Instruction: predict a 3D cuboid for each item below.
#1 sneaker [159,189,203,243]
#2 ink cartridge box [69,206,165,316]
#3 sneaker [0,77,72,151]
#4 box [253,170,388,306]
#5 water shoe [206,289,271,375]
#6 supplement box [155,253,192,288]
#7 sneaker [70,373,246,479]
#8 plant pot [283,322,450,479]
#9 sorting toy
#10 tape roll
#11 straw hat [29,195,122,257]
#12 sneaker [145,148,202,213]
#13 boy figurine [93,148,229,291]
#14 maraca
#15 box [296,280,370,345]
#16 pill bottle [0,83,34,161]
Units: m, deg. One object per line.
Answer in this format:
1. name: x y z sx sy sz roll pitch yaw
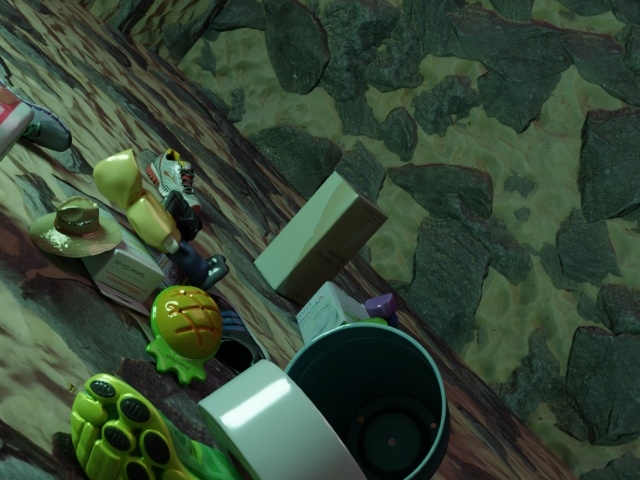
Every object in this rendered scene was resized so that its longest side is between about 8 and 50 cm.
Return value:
1. sneaker: -0.299 -0.041 1.960 0.106 0.101 0.267 43 9 -7
2. ink cartridge box: -0.336 0.031 1.572 0.115 0.067 0.198 33 12 -46
3. sneaker: -0.586 -0.227 1.797 0.223 0.083 0.098 34 31 -14
4. box: 0.000 0.000 2.326 0.148 0.311 0.121 31 14 -46
5. water shoe: -0.166 0.161 1.648 0.203 0.073 0.080 43 12 13
6. supplement box: -0.268 0.066 1.766 0.083 0.043 0.055 45 11 26
7. sneaker: -0.170 0.274 1.085 0.295 0.109 0.123 44 -5 -3
8. plant pot: 0.091 0.302 1.534 0.271 0.271 0.255 47 -4 29
9. sorting toy: 0.093 0.254 1.915 0.126 0.127 0.365 63 34 -20
10. tape roll: -0.032 0.288 1.144 0.286 0.100 0.286 49 -18 22
11. straw hat: -0.384 -0.036 1.491 0.144 0.061 0.144 10 32 -6
12. sneaker: -0.345 -0.145 2.273 0.088 0.093 0.225 30 15 -50
13. boy figurine: -0.282 -0.037 1.648 0.285 0.092 0.177 53 1 -18
14. maraca: -0.213 0.146 1.478 0.127 0.099 0.186 30 38 -18
15. box: 0.092 0.244 2.148 0.262 0.127 0.231 38 9 -20
16. pill bottle: -0.589 -0.215 1.345 0.318 0.176 0.176 39 10 -16
